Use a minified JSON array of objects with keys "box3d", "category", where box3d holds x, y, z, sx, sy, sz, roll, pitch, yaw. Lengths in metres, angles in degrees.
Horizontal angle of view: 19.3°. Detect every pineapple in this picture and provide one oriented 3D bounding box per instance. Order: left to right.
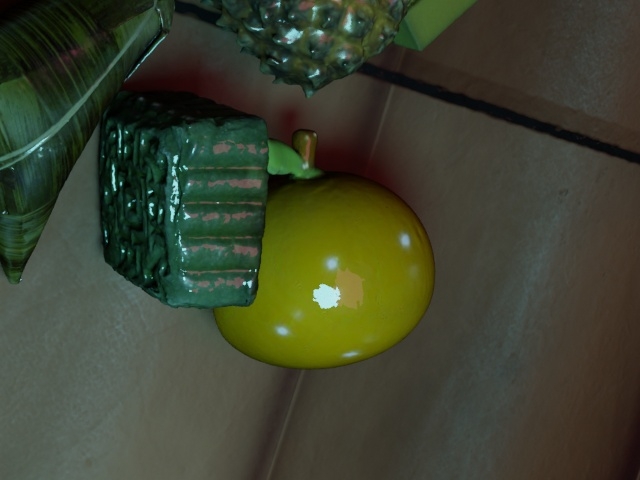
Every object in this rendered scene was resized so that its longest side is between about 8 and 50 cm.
[{"box3d":[-0.073,-0.297,1.645,0.175,0.175,0.361,-43,107,-16],"category":"pineapple"}]

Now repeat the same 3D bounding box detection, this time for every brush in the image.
[{"box3d":[0.146,-0.296,1.843,0.233,0.047,0.103,-41,122,-19],"category":"brush"}]

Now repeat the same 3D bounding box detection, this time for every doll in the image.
[{"box3d":[0.000,0.000,1.742,0.213,0.213,0.236,-14,104,-30],"category":"doll"}]

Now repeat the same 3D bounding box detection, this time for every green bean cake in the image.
[{"box3d":[-0.127,-0.039,1.654,0.094,0.181,0.173,-5,108,-30],"category":"green bean cake"}]

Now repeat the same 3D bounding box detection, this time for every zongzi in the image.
[{"box3d":[-0.211,-0.115,1.638,0.248,0.111,0.241,-36,137,-25],"category":"zongzi"}]
